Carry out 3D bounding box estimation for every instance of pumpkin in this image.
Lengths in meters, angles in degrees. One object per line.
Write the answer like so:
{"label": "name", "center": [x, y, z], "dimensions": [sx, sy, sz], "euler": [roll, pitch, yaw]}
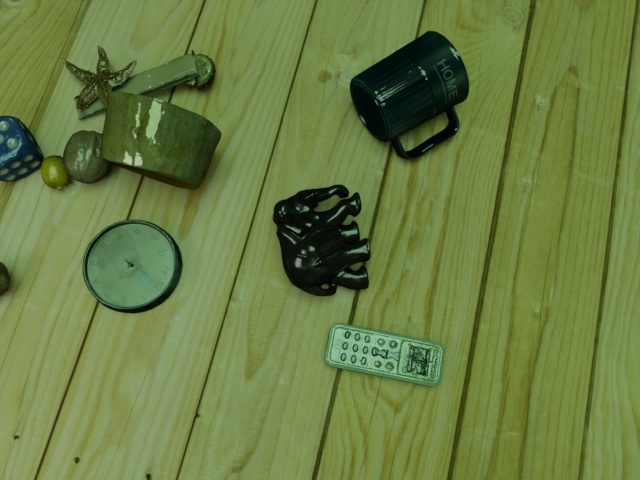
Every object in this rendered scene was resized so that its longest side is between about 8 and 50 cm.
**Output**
{"label": "pumpkin", "center": [-0.469, -0.266, 1.719], "dimensions": [0.333, 0.332, 0.199], "euler": [18, 79, 1]}

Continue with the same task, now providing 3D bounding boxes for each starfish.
{"label": "starfish", "center": [-0.671, -0.490, 1.854], "dimensions": [0.277, 0.062, 0.235], "euler": [40, 81, 21]}

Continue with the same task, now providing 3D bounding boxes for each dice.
{"label": "dice", "center": [-0.914, -0.268, 1.777], "dimensions": [0.143, 0.146, 0.146], "euler": [-30, 79, -9]}

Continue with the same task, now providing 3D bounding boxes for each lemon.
{"label": "lemon", "center": [-0.786, -0.199, 1.801], "dimensions": [0.082, 0.082, 0.110], "euler": [-11, 78, -7]}

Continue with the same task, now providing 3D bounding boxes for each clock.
{"label": "clock", "center": [-0.544, 0.072, 1.757], "dimensions": [0.281, 0.055, 0.280], "euler": [1, 74, -3]}

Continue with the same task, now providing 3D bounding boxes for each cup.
{"label": "cup", "center": [0.273, -0.445, 1.888], "dimensions": [0.292, 0.307, 0.242], "euler": [-31, 47, -11]}

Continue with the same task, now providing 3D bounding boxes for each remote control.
{"label": "remote control", "center": [0.182, 0.327, 1.731], "dimensions": [0.336, 0.065, 0.127], "euler": [12, 72, 0]}

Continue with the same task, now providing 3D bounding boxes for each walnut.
{"label": "walnut", "center": [-0.685, -0.248, 1.795], "dimensions": [0.140, 0.140, 0.162], "euler": [12, 85, -1]}

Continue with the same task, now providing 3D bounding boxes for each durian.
{"label": "durian", "center": [-0.381, -0.537, 1.927], "dimensions": [0.111, 0.071, 0.140], "euler": [-19, 74, 5]}

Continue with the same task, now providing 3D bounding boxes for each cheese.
{"label": "cheese", "center": [-0.574, -0.476, 1.887], "dimensions": [0.400, 0.034, 0.085], "euler": [-22, 74, 1]}

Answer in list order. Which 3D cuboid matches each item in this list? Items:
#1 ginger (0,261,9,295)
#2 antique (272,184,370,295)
{"label": "ginger", "center": [-1.011, 0.146, 1.652], "dimensions": [0.245, 0.155, 0.304], "euler": [40, 77, 9]}
{"label": "antique", "center": [0.000, 0.000, 1.748], "dimensions": [0.255, 0.185, 0.322], "euler": [-6, 79, -7]}
